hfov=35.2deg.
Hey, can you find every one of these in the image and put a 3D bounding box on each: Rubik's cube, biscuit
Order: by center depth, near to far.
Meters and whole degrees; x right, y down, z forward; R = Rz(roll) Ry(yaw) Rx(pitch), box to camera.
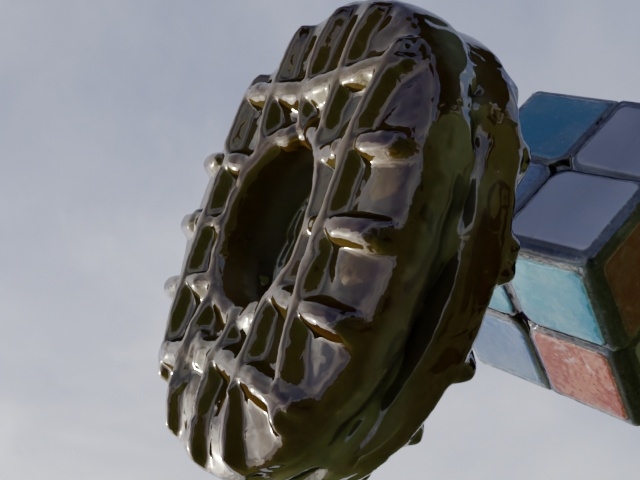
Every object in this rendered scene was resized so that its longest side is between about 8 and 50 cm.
[{"bbox_3d":[0.000,0.000,0.652,0.103,0.332,0.332,21,-66,-26],"label":"biscuit"},{"bbox_3d":[0.371,0.011,1.405,0.313,0.318,0.316,-44,-54,-23],"label":"Rubik's cube"}]
